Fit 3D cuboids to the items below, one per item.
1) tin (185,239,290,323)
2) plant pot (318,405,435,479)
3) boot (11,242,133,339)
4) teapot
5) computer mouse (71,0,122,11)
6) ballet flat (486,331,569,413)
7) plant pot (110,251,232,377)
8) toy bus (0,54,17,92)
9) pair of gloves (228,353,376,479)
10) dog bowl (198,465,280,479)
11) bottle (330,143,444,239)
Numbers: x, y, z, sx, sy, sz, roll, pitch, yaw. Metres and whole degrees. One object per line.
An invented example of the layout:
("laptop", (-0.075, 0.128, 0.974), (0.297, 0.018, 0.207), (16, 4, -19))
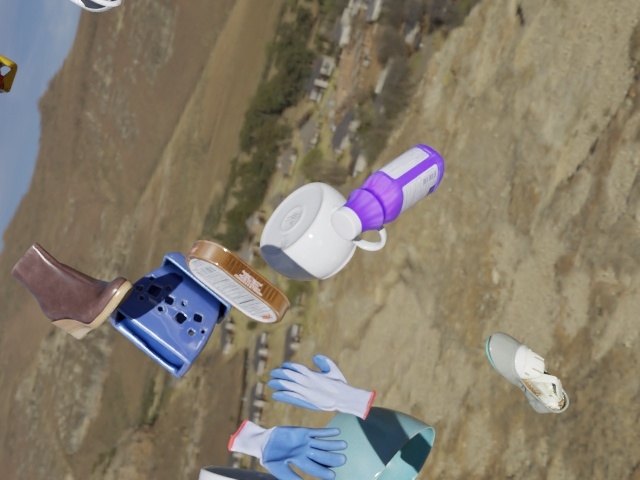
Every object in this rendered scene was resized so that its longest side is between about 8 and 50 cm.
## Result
("tin", (-0.134, 0.070, 1.298), (0.106, 0.190, 0.040), (-16, 39, 60))
("plant pot", (0.106, 0.504, 1.909), (0.195, 0.290, 0.290), (34, 116, 28))
("boot", (-0.504, 0.085, 1.620), (0.248, 0.207, 0.090), (-35, 11, 40))
("teapot", (0.000, 0.000, 1.880), (0.252, 0.187, 0.256), (-48, 27, 5))
("computer mouse", (-0.468, -0.472, 1.520), (0.042, 0.193, 0.106), (-64, 0, 35))
("ballet flat", (0.347, 0.215, 1.325), (0.068, 0.213, 0.072), (-6, 49, 42))
("plant pot", (-0.356, 0.174, 1.981), (0.212, 0.236, 0.236), (-51, 0, -22))
("toy bus", (-0.836, -0.432, 1.946), (0.202, 0.191, 0.104), (141, 143, -74))
("pair of gloves", (-0.020, 0.231, 1.070), (0.023, 0.159, 0.198), (80, -149, -42))
("dog bowl", (-0.133, 0.554, 1.711), (0.265, 0.265, 0.104), (157, 126, -71))
("bottle", (0.139, -0.095, 1.670), (0.283, 0.092, 0.118), (-35, -27, -33))
